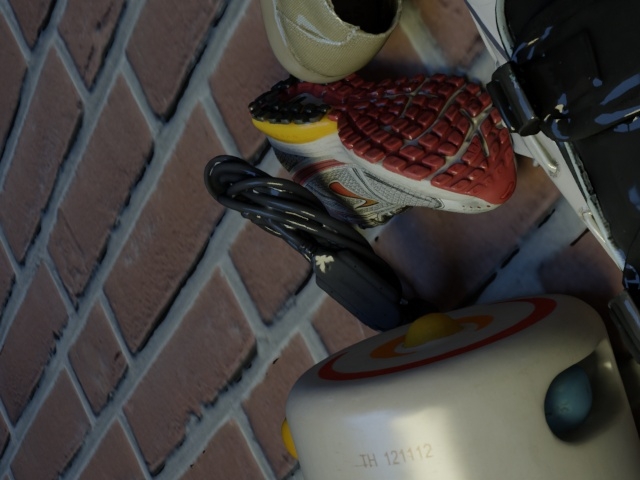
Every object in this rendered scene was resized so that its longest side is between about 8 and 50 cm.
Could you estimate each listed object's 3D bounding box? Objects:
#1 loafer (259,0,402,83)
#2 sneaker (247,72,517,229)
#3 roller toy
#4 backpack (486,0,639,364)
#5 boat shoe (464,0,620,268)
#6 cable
[{"bbox_3d":[-0.002,-0.231,0.923,0.092,0.102,0.268,4,114,55],"label":"loafer"},{"bbox_3d":[0.048,-0.054,0.967,0.225,0.088,0.092,22,145,54],"label":"sneaker"},{"bbox_3d":[0.082,0.112,0.873,0.209,0.191,0.146,-167,60,-80],"label":"roller toy"},{"bbox_3d":[0.220,-0.068,0.513,0.253,0.191,0.225,-37,67,33],"label":"backpack"},{"bbox_3d":[0.137,-0.074,0.784,0.267,0.096,0.088,53,142,15],"label":"boat shoe"},{"bbox_3d":[0.000,0.000,1.017,0.184,0.047,0.150,38,-178,-7],"label":"cable"}]
